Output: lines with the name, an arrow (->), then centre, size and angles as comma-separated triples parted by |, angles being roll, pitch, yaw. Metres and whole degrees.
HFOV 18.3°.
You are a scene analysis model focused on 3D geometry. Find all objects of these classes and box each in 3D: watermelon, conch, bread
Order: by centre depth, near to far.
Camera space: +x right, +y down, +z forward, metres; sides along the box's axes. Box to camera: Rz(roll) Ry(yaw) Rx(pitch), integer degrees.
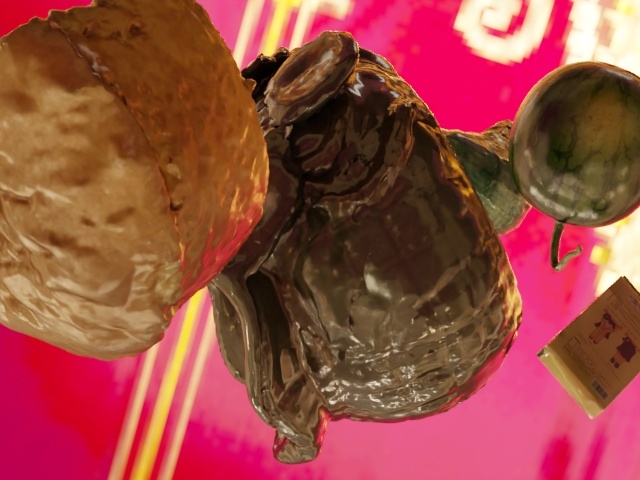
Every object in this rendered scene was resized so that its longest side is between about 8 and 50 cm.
bread -> -0.106, -0.028, 1.027 | 0.139, 0.229, 0.143 | 39, -123, 10
watermelon -> 0.228, -0.066, 1.747 | 0.140, 0.187, 0.141 | 20, -171, -3
conch -> 0.122, -0.050, 1.913 | 0.188, 0.122, 0.176 | -9, 168, -9

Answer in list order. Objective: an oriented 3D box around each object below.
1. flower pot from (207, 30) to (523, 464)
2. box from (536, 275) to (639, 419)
flower pot -> 0.000, 0.000, 1.459 | 0.213, 0.302, 0.302 | -28, -145, -5
box -> 0.243, 0.088, 1.673 | 0.073, 0.020, 0.149 | 50, -137, 5
